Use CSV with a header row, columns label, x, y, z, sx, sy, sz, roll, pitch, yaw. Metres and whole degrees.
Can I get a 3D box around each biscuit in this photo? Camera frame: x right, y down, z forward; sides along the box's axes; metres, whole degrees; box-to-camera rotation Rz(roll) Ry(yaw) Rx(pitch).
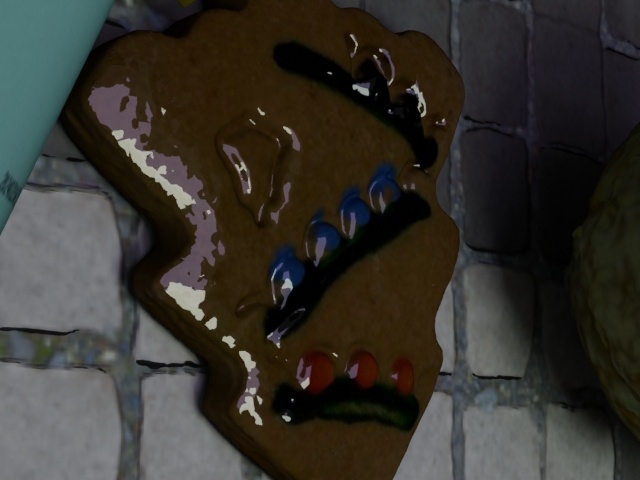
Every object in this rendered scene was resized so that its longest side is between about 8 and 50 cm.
label,x,y,z,sx,sy,sz,roll,pitch,yaw
biscuit,0.001,0.000,0.783,0.278,0.043,0.302,-15,94,-47

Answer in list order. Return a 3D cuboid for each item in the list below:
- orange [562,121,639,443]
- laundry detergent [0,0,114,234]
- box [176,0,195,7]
label,x,y,z,sx,sy,sz,roll,pitch,yaw
orange,0.282,0.039,0.952,0.368,0.210,0.271,22,66,-41
laundry detergent,-0.172,-0.140,0.395,0.287,0.287,0.305,31,78,-39
box,-0.097,-0.192,0.707,0.155,0.023,0.087,43,47,-21
